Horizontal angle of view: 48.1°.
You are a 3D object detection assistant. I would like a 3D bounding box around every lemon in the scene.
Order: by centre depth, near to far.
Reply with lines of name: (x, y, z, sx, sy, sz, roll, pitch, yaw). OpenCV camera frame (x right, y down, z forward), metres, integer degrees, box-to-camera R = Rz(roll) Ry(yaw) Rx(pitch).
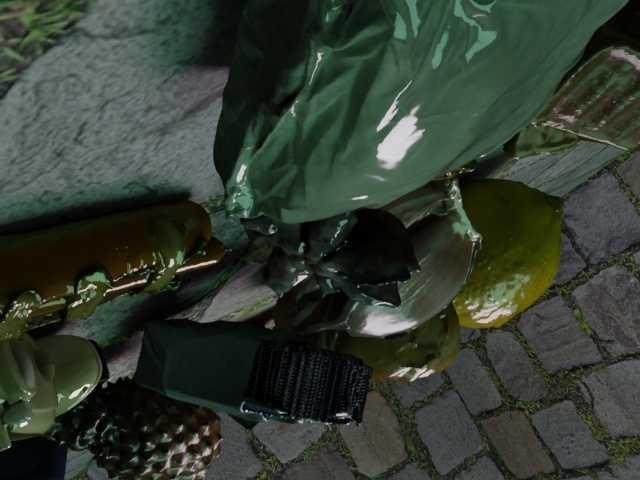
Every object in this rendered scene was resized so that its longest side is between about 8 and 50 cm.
lemon: (0.298, 0.018, 1.313, 0.322, 0.268, 0.268, -40, 167, 11)

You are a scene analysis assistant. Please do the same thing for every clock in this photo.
clock: (-0.378, 0.174, 0.671, 0.379, 0.120, 0.276, -23, 173, -26)

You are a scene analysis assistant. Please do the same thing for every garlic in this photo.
garlic: (0.086, 0.019, 0.934, 0.292, 0.210, 0.237, -41, 173, 9)

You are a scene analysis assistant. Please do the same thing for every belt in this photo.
belt: (-0.098, 0.172, 0.975, 0.325, 0.122, 0.260, 9, 173, 27)

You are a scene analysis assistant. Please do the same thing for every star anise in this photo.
star anise: (0.000, 0.000, 0.714, 0.236, 0.229, 0.093, -27, -150, 57)

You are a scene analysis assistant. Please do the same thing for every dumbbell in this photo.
dumbbell: (-0.484, 0.357, 1.117, 0.144, 0.156, 0.316, 9, 151, -23)

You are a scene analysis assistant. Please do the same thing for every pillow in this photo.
pillow: (0.078, -0.127, 0.437, 0.284, 0.138, 0.310, -25, 165, -26)

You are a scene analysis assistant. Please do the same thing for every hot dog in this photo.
hot dog: (-0.187, 0.023, 0.598, 0.270, 0.072, 0.109, -17, 166, -43)

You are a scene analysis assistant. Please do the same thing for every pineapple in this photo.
pineapple: (-0.290, 0.256, 1.012, 0.175, 0.175, 0.361, -32, 144, 12)

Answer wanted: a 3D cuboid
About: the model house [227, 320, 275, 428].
model house: (-0.106, 0.233, 1.545, 0.301, 0.190, 0.271, -41, 171, -28)

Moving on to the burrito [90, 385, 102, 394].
burrito: (-0.392, 0.254, 1.169, 0.185, 0.041, 0.045, -44, -156, 48)

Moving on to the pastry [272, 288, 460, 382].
pastry: (0.076, 0.106, 1.175, 0.316, 0.184, 0.285, 12, -171, 38)

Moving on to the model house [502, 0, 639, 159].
model house: (0.306, -0.156, 0.782, 0.239, 0.173, 0.268, -22, 164, -38)

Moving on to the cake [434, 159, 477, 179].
cake: (0.075, -0.074, 0.736, 0.185, 0.116, 0.080, -36, 165, 10)

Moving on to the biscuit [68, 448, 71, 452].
biscuit: (-0.456, 0.347, 1.351, 0.108, 0.061, 0.239, -27, 169, -22)
